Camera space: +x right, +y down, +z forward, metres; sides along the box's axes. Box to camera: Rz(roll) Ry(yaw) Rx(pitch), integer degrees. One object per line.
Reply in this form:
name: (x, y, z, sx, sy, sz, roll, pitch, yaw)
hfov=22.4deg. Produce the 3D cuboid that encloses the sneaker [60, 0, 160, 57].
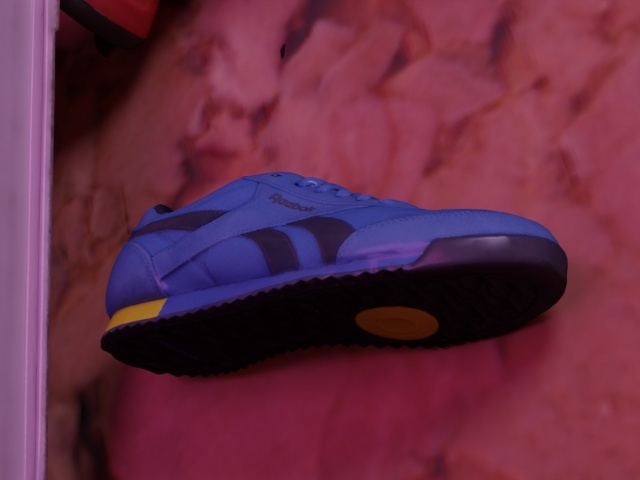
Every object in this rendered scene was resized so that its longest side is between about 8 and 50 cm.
sneaker: (-0.129, -0.215, 0.831, 0.135, 0.098, 0.276, -47, 48, 10)

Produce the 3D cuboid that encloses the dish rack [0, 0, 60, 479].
dish rack: (-0.233, 0.001, 0.757, 0.285, 0.072, 0.332, -13, 74, 42)

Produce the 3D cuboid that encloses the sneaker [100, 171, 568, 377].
sneaker: (0.000, 0.000, 0.626, 0.209, 0.069, 0.082, -10, 58, 37)
